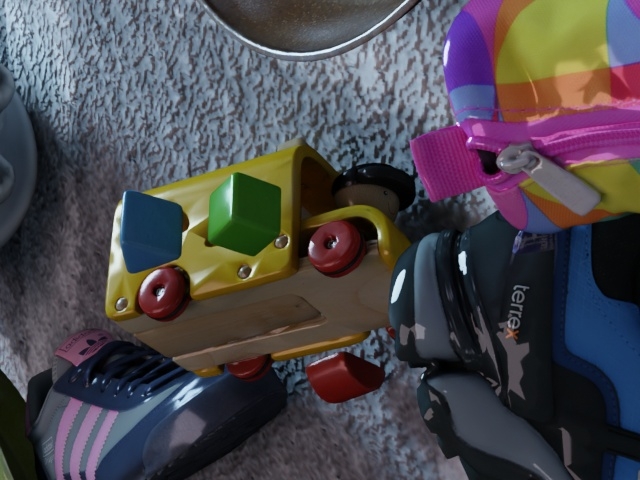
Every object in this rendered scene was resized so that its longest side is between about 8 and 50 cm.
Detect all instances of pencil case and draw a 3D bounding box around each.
[{"bbox_3d":[0.151,-0.054,0.419,0.236,0.104,0.104,-8,98,37],"label":"pencil case"}]

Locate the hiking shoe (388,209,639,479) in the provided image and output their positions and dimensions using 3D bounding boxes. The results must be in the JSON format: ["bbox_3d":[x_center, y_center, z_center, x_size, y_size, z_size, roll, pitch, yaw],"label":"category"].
[{"bbox_3d":[0.149,0.112,0.534,0.132,0.113,0.304,-29,97,20],"label":"hiking shoe"}]

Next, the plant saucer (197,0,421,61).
[{"bbox_3d":[0.006,-0.236,0.593,0.310,0.050,0.310,11,104,53],"label":"plant saucer"}]

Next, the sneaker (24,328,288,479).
[{"bbox_3d":[-0.137,0.114,0.921,0.319,0.112,0.131,-35,79,53],"label":"sneaker"}]

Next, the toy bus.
[{"bbox_3d":[-0.013,0.000,0.704,0.191,0.202,0.104,123,152,-56],"label":"toy bus"}]

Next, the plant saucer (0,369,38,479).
[{"bbox_3d":[-0.228,0.211,1.052,0.241,0.037,0.241,62,174,11],"label":"plant saucer"}]

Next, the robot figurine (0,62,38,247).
[{"bbox_3d":[-0.357,-0.046,1.068,0.353,0.200,0.300,-21,65,55],"label":"robot figurine"}]
